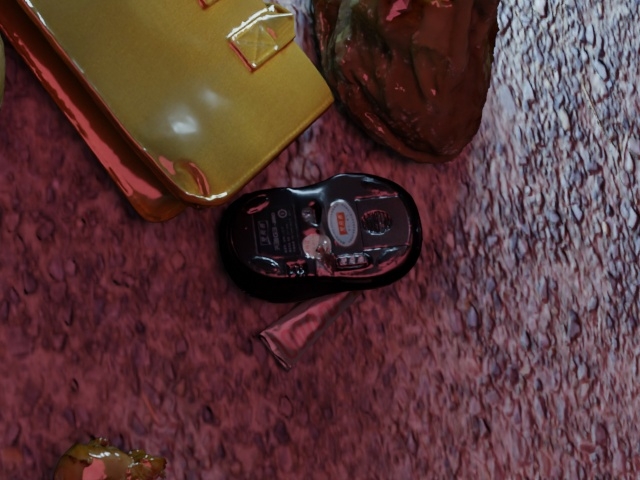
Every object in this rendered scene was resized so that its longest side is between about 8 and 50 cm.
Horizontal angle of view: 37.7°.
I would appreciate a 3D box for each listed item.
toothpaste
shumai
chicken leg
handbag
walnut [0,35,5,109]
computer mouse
[{"bbox_3d":[0.015,0.069,1.123,0.205,0.036,0.056,-42,98,-21],"label":"toothpaste"},{"bbox_3d":[0.155,-0.259,1.116,0.267,0.262,0.314,-12,89,-26],"label":"shumai"},{"bbox_3d":[-0.193,0.287,0.966,0.101,0.085,0.208,-41,109,-37],"label":"chicken leg"},{"bbox_3d":[-0.184,-0.240,1.025,0.283,0.133,0.401,-43,102,-30],"label":"handbag"},{"bbox_3d":[-0.402,-0.159,0.859,0.227,0.228,0.228,4,80,-25],"label":"walnut"},{"bbox_3d":[0.000,0.000,1.083,0.233,0.096,0.137,-3,64,-5],"label":"computer mouse"}]
